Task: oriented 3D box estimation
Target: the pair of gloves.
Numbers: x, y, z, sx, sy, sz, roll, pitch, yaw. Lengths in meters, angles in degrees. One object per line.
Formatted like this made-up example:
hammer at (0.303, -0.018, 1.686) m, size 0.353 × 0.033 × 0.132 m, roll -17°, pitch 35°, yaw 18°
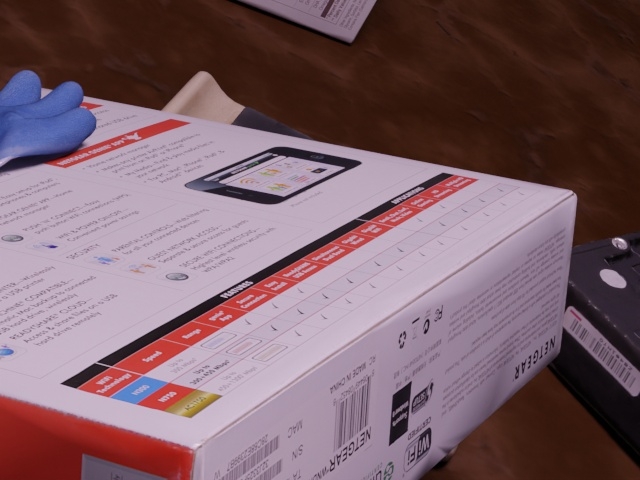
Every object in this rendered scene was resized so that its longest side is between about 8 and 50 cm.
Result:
pair of gloves at (-0.205, -0.056, 0.783) m, size 0.198 × 0.023 × 0.159 m, roll 9°, pitch 19°, yaw 16°

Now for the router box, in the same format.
router box at (-0.094, 0.027, 0.722) m, size 0.301 × 0.082 × 0.335 m, roll 12°, pitch 20°, yaw 25°

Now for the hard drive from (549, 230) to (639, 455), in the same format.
hard drive at (0.311, 0.076, 1.110) m, size 0.339 × 0.064 × 0.237 m, roll -13°, pitch 48°, yaw -41°

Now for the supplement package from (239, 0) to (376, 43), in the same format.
supplement package at (-0.060, -0.306, 1.248) m, size 0.262 × 0.198 × 0.199 m, roll 19°, pitch 34°, yaw -18°

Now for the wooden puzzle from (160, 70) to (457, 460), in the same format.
wooden puzzle at (0.000, 0.000, 1.010) m, size 0.238 × 0.044 × 0.221 m, roll 31°, pitch 31°, yaw 1°
